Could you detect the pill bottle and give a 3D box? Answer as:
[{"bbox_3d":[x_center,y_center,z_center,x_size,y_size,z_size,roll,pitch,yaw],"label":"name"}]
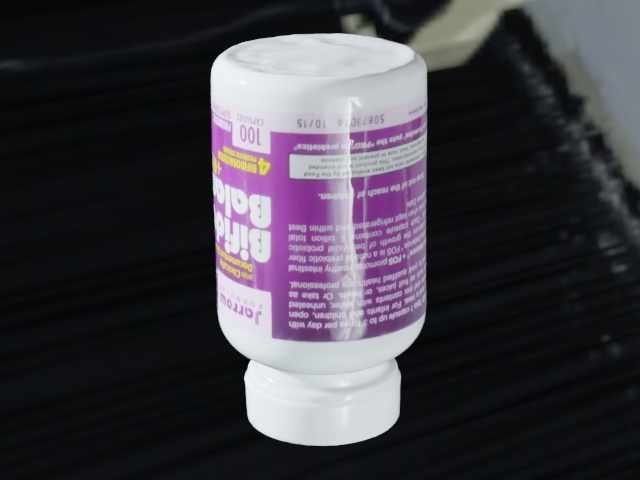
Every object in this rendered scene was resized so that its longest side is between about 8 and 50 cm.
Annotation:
[{"bbox_3d":[0.000,0.000,1.487,0.169,0.169,0.301,24,120,52],"label":"pill bottle"}]
